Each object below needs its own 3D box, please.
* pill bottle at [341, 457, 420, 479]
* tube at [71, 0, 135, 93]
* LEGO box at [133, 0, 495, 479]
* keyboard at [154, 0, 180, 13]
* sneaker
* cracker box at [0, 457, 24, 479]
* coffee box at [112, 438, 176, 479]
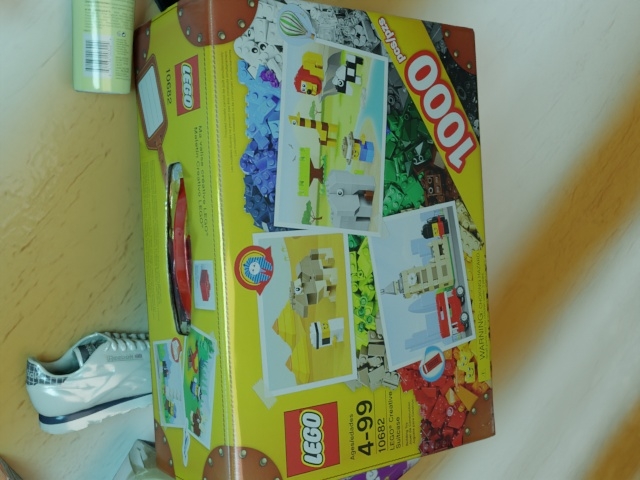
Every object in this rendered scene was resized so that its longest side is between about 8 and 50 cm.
[{"bbox_3d":[-0.010,0.343,1.138,0.301,0.169,0.169,-33,123,-22],"label":"pill bottle"},{"bbox_3d":[-0.228,-0.278,0.821,0.070,0.062,0.240,-39,135,-72],"label":"tube"},{"bbox_3d":[0.000,0.000,0.908,0.372,0.193,0.501,-4,91,-35],"label":"LEGO box"},{"bbox_3d":[-0.130,-0.349,0.885,0.192,0.038,0.100,-45,150,-15],"label":"keyboard"},{"bbox_3d":[-0.240,0.153,0.958,0.235,0.090,0.095,-19,108,-31],"label":"sneaker"},{"bbox_3d":[-0.390,0.394,0.948,0.155,0.067,0.232,-39,125,-18],"label":"cracker box"},{"bbox_3d":[-0.156,0.376,0.981,0.141,0.246,0.098,-59,168,-14],"label":"coffee box"}]
